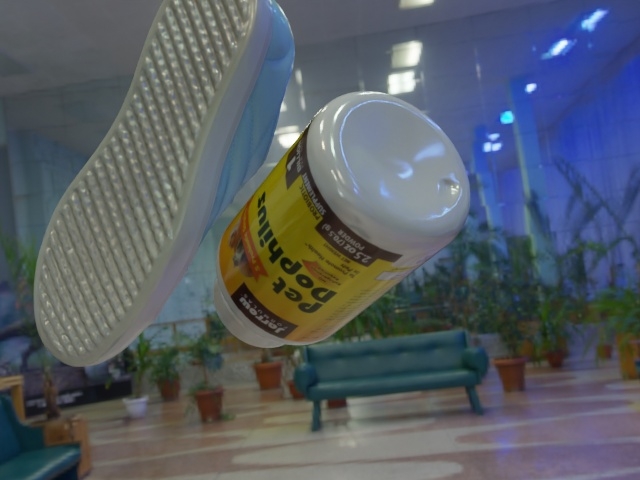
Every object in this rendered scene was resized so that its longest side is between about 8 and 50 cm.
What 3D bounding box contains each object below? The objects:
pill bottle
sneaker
[{"bbox_3d":[0.000,0.000,0.555,0.117,0.117,0.215,-5,-25,-34],"label":"pill bottle"},{"bbox_3d":[-0.115,-0.051,0.695,0.135,0.366,0.150,30,3,26],"label":"sneaker"}]
